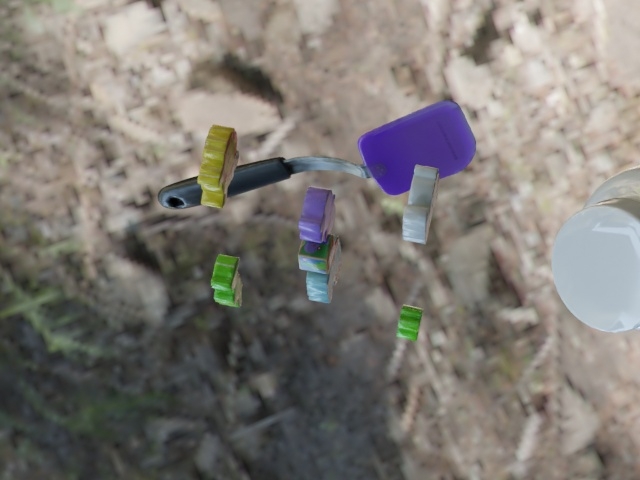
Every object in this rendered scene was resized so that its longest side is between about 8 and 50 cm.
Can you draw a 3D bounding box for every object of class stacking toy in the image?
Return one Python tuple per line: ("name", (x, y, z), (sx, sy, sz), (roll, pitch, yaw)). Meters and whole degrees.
("stacking toy", (0.000, 0.000, 1.396), (0.167, 0.052, 0.221), (11, 151, 8))

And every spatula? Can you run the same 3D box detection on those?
("spatula", (-0.009, -0.062, 1.629), (0.296, 0.030, 0.084), (-9, 137, 23))

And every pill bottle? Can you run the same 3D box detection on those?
("pill bottle", (0.264, -0.001, 1.372), (0.124, 0.221, 0.124), (10, 107, 38))
